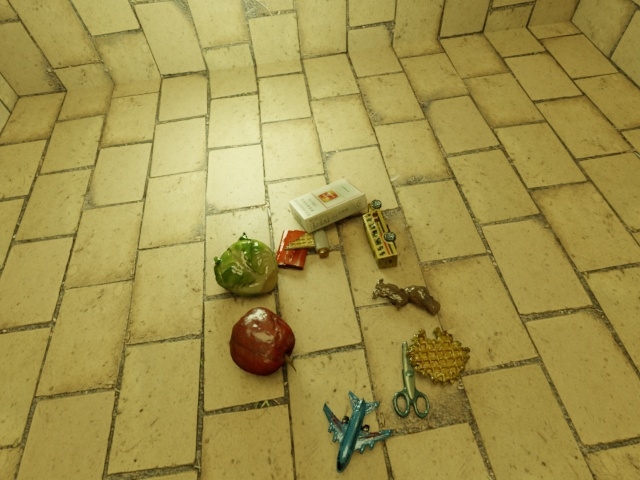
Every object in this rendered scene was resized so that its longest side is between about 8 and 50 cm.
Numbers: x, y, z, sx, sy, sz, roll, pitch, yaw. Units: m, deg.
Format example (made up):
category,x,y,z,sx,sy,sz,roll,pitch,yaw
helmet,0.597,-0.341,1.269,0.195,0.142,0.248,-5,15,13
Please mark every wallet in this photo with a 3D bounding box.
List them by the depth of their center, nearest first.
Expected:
category,x,y,z,sx,sy,sz,roll,pitch,yaw
wallet,-0.132,0.041,1.942,0.142,0.045,0.204,7,56,8

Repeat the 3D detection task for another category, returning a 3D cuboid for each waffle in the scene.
category,x,y,z,sx,sy,sz,roll,pitch,yaw
waffle,0.458,0.448,1.593,0.229,0.051,0.231,35,55,16
waffle,-0.105,0.000,1.927,0.153,0.023,0.097,-7,56,-10

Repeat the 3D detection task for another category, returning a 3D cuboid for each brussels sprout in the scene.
category,x,y,z,sx,sy,sz,roll,pitch,yaw
brussels sprout,-0.330,0.117,1.800,0.294,0.227,0.259,28,76,13

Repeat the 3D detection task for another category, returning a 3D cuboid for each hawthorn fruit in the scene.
category,x,y,z,sx,sy,sz,roll,pitch,yaw
hawthorn fruit,-0.227,0.392,1.588,0.262,0.258,0.258,-1,49,38

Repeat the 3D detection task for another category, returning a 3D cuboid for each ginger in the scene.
category,x,y,z,sx,sy,sz,roll,pitch,yaw
ginger,0.371,0.240,1.741,0.290,0.084,0.122,14,50,13

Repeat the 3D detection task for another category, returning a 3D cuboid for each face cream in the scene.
category,x,y,z,sx,sy,sz,roll,pitch,yaw
face cream,0.000,0.000,1.958,0.072,0.051,0.182,-8,54,-9

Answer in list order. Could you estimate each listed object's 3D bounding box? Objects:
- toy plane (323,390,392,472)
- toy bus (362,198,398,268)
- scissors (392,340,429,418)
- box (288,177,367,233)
category,x,y,z,sx,sy,sz,roll,pitch,yaw
toy plane,0.112,0.679,1.438,0.254,0.105,0.271,16,59,16
toy bus,0.277,-0.034,1.923,0.123,0.121,0.335,-17,56,1
scissors,0.338,0.529,1.565,0.138,0.041,0.289,2,55,-1
box,0.035,-0.179,2.021,0.330,0.095,0.210,-23,38,-15
